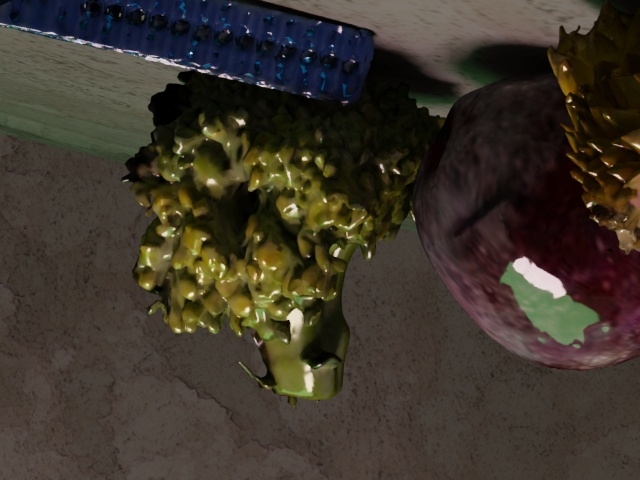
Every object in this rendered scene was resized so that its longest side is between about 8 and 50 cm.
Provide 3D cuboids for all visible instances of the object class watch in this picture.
[{"bbox_3d":[-0.131,-0.145,0.601,0.275,0.068,0.276,8,176,16],"label":"watch"}]

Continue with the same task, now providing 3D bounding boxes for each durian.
[{"bbox_3d":[0.171,-0.039,0.466,0.182,0.132,0.165,18,169,-22],"label":"durian"}]

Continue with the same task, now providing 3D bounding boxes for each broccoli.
[{"bbox_3d":[0.006,-0.012,0.768,0.180,0.273,0.242,-13,-170,44],"label":"broccoli"}]

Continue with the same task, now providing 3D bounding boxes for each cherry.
[{"bbox_3d":[0.147,-0.016,0.671,0.195,0.195,0.195,13,178,0],"label":"cherry"}]
